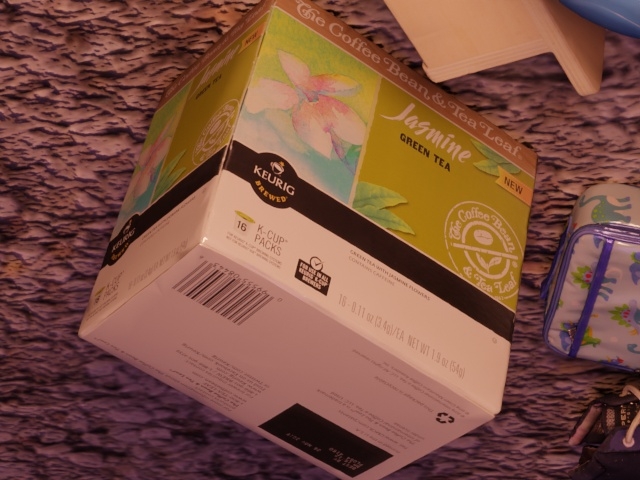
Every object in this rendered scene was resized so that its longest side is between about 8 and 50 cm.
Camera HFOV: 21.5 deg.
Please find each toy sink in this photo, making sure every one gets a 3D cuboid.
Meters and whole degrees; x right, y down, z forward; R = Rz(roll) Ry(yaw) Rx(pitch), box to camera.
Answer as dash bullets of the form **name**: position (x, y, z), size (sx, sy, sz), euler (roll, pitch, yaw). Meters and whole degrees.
- **toy sink**: position (0.132, -0.232, 1.406), size (0.131, 0.153, 0.234), euler (-14, 135, 29)

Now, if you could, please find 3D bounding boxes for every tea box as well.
- **tea box**: position (0.000, 0.000, 1.584), size (0.329, 0.323, 0.220), euler (31, 138, -22)

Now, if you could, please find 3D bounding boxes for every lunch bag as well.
- **lunch bag**: position (0.322, 0.044, 1.738), size (0.176, 0.090, 0.219), euler (14, 140, 3)

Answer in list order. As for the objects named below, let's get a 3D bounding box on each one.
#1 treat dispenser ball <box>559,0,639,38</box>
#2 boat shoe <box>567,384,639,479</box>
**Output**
- **treat dispenser ball**: position (0.261, -0.284, 1.198), size (0.288, 0.288, 0.288), euler (8, 141, 6)
- **boat shoe**: position (0.404, 0.202, 1.869), size (0.158, 0.127, 0.340), euler (15, 142, -14)
